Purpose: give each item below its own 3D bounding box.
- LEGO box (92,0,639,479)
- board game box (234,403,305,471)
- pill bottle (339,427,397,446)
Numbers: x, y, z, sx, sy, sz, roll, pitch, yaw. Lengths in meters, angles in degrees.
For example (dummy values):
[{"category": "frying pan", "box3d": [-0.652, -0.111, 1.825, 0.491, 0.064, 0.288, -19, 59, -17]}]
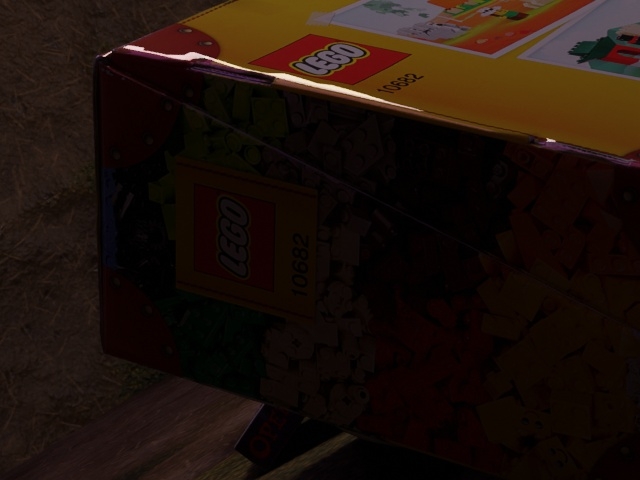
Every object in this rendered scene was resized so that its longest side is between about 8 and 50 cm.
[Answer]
[{"category": "LEGO box", "box3d": [0.156, -0.060, 1.173, 0.372, 0.193, 0.500, 15, 27, 28]}, {"category": "board game box", "box3d": [0.037, 0.065, 1.920, 0.347, 0.056, 0.208, -55, -5, 8]}, {"category": "pill bottle", "box3d": [0.067, 0.046, 1.553, 0.229, 0.229, 0.407, -29, 3, -1]}]
